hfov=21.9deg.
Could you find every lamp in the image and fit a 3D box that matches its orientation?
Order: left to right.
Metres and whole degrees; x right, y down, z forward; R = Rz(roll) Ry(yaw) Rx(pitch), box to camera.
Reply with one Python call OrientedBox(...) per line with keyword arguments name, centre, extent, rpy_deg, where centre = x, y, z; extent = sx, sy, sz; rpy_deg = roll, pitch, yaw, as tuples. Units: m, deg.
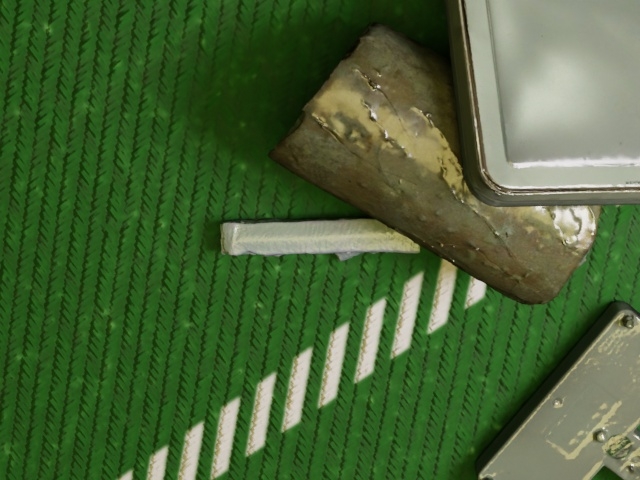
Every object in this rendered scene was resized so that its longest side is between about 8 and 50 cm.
OrientedBox(name="lamp", centre=(0.236, -0.160, 1.361), extent=(0.269, 0.047, 0.266), rpy_deg=(-1, 76, -16))

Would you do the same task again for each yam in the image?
OrientedBox(name="yam", centre=(0.104, -0.070, 1.411), extent=(0.268, 0.161, 0.161), rpy_deg=(28, 103, -7))

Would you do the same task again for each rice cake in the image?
OrientedBox(name="rice cake", centre=(0.000, 0.000, 1.492), extent=(0.180, 0.030, 0.042), rpy_deg=(-1, 99, -1))

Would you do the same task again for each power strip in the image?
OrientedBox(name="power strip", centre=(0.263, 0.180, 1.528), extent=(0.145, 0.061, 0.215), rpy_deg=(37, 102, -9))
